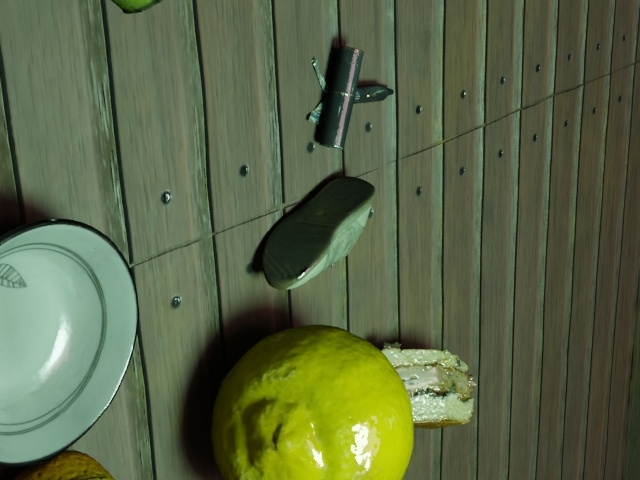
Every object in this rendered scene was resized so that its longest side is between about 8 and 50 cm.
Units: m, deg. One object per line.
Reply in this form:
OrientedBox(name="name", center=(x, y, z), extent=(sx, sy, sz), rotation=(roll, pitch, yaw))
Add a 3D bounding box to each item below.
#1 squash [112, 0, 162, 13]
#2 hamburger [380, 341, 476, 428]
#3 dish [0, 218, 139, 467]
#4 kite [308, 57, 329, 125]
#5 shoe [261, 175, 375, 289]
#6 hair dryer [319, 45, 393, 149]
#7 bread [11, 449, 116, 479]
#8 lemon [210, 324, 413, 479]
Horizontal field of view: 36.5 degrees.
OrientedBox(name="squash", center=(-0.272, -0.446, 1.038), extent=(0.309, 0.310, 0.310), rotation=(20, 85, -38))
OrientedBox(name="hamburger", center=(0.194, 0.299, 1.951), extent=(0.282, 0.245, 0.155), rotation=(0, 72, -12))
OrientedBox(name="dish", center=(-0.371, 0.118, 1.206), extent=(0.316, 0.106, 0.316), rotation=(-24, 120, -49))
OrientedBox(name="kite", center=(0.014, -0.249, 1.666), extent=(0.139, 0.011, 0.157), rotation=(-56, 140, -30))
OrientedBox(name="shoe", center=(0.000, 0.000, 1.655), extent=(0.275, 0.103, 0.098), rotation=(-42, 145, -34))
OrientedBox(name="hair dryer", center=(0.073, -0.238, 1.712), extent=(0.195, 0.050, 0.173), rotation=(6, 100, -58))
OrientedBox(name="bread", center=(-0.343, 0.419, 1.303), extent=(0.195, 0.142, 0.270), rotation=(-21, 115, -45))
OrientedBox(name="lemon", center=(-0.008, 0.296, 1.555), extent=(0.348, 0.348, 0.348), rotation=(-20, 117, -48))
